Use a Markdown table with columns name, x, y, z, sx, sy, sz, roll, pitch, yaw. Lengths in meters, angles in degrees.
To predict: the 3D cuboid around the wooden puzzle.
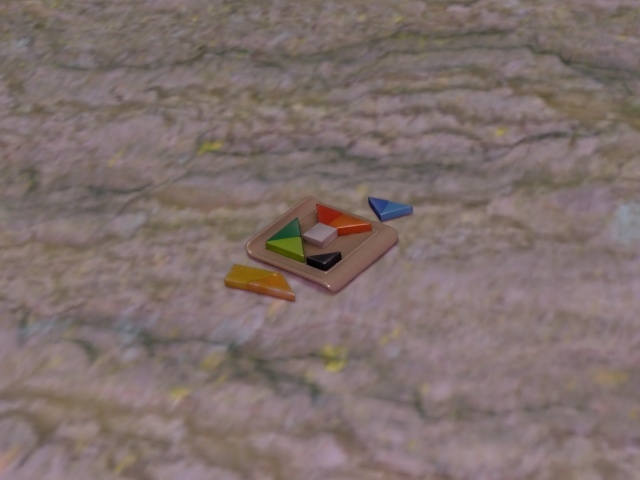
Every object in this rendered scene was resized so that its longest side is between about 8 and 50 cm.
| name | x | y | z | sx | sy | sz | roll | pitch | yaw |
| --- | --- | --- | --- | --- | --- | --- | --- | --- | --- |
| wooden puzzle | 0.000 | 0.000 | 0.894 | 0.079 | 0.014 | 0.116 | 18 | 43 | 28 |
